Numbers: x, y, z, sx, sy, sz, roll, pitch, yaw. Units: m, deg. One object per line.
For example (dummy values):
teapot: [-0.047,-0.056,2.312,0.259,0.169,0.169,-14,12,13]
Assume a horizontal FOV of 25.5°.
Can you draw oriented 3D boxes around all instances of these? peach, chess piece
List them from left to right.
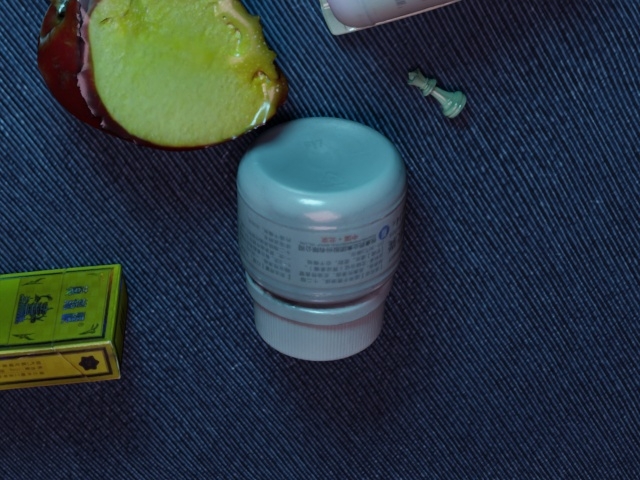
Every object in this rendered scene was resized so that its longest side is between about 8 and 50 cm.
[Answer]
peach: [-0.220,-0.259,1.912,0.362,0.201,0.257,14,102,-36]
chess piece: [0.164,-0.218,2.056,0.093,0.042,0.042,33,119,-16]

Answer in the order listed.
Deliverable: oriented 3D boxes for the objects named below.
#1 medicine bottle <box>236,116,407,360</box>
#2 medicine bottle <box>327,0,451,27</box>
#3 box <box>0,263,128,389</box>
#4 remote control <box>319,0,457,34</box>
medicine bottle: [0.000,0.000,2.081,0.245,0.245,0.306,0,128,-3]
medicine bottle: [0.135,-0.417,1.774,0.302,0.241,0.241,-16,126,9]
box: [-0.457,0.137,2.195,0.301,0.193,0.084,-5,128,2]
remote control: [0.111,-0.353,1.941,0.230,0.049,0.090,-14,127,7]
